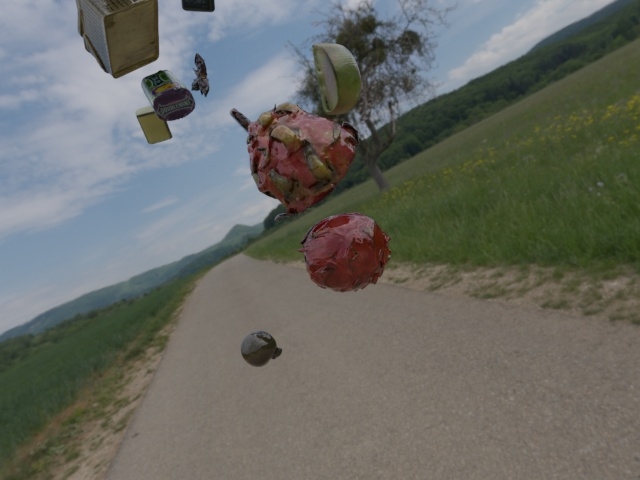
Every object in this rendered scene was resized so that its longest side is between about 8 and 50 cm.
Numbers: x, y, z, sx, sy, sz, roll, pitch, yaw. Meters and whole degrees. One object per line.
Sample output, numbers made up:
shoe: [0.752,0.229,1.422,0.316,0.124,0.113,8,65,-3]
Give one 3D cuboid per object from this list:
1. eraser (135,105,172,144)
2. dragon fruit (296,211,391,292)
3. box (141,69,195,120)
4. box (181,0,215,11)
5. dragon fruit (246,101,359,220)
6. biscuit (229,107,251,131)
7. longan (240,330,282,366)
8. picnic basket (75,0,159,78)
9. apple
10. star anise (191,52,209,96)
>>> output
eraser: [-0.765,-0.534,1.936,0.117,0.058,0.172,-19,-32,-13]
dragon fruit: [0.073,0.036,1.179,0.253,0.240,0.241,-9,10,18]
box: [-0.541,-0.513,1.476,0.134,0.097,0.345,-27,39,-14]
box: [-0.572,-1.188,1.946,0.160,0.230,0.050,6,28,7]
dragon fruit: [-0.079,-0.255,1.178,0.296,0.263,0.314,-20,38,44]
biscuit: [-0.273,-0.434,1.619,0.049,0.192,0.192,-43,4,-1]
longan: [-0.172,0.316,1.218,0.119,0.106,0.106,18,-10,-16]
picnic basket: [-0.743,-0.789,1.546,0.228,0.175,0.313,-42,-4,-29]
apple: [0.088,-0.615,1.582,0.193,0.264,0.120,-23,22,-30]
star anise: [-0.551,-0.742,1.923,0.054,0.212,0.157,-9,5,-32]
